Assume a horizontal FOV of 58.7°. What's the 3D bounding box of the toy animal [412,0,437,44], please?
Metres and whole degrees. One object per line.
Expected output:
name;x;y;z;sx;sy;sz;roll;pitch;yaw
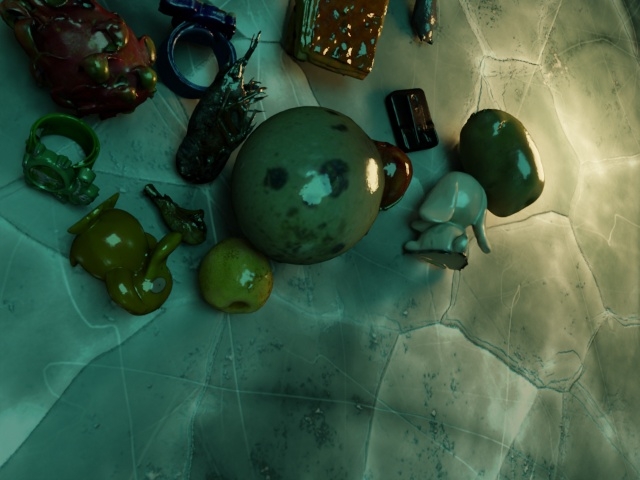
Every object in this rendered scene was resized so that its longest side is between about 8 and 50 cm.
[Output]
toy animal;0.341;-0.726;1.777;0.121;0.117;0.210;-9;83;-38

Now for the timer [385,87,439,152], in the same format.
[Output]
timer;0.279;-0.363;1.704;0.144;0.055;0.188;-15;88;-32

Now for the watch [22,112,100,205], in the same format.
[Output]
watch;-0.517;-0.168;1.166;0.165;0.131;0.152;24;51;-21

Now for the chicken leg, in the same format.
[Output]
chicken leg;-0.323;-0.065;1.286;0.178;0.070;0.093;40;57;-8

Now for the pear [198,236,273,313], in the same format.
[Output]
pear;-0.190;0.077;1.288;0.177;0.178;0.178;6;78;-30

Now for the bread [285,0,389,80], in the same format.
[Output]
bread;0.033;-0.606;1.511;0.277;0.167;0.325;6;96;-37

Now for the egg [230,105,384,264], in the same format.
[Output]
egg;-0.029;-0.121;1.277;0.345;0.345;0.428;52;19;-12

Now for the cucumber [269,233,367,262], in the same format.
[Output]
cucumber;0.000;0.000;1.463;0.293;0.067;0.068;-22;92;-32

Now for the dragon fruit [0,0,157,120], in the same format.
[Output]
dragon fruit;-0.483;-0.378;1.151;0.307;0.227;0.243;7;73;-27

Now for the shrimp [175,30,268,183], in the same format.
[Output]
shrimp;-0.215;-0.297;1.300;0.137;0.172;0.372;32;101;-29

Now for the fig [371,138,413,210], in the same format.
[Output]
fig;0.155;-0.169;1.529;0.205;0.205;0.205;6;78;-30

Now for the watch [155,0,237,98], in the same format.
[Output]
watch;-0.293;-0.441;1.325;0.196;0.171;0.200;9;87;-21

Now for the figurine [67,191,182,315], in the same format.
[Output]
figurine;-0.399;0.034;1.166;0.228;0.215;0.215;29;66;-8

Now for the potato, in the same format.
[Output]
potato;0.546;-0.240;1.731;0.327;0.220;0.243;65;13;11

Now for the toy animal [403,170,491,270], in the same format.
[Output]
toy animal;0.370;-0.056;1.631;0.249;0.174;0.290;-3;83;-32
